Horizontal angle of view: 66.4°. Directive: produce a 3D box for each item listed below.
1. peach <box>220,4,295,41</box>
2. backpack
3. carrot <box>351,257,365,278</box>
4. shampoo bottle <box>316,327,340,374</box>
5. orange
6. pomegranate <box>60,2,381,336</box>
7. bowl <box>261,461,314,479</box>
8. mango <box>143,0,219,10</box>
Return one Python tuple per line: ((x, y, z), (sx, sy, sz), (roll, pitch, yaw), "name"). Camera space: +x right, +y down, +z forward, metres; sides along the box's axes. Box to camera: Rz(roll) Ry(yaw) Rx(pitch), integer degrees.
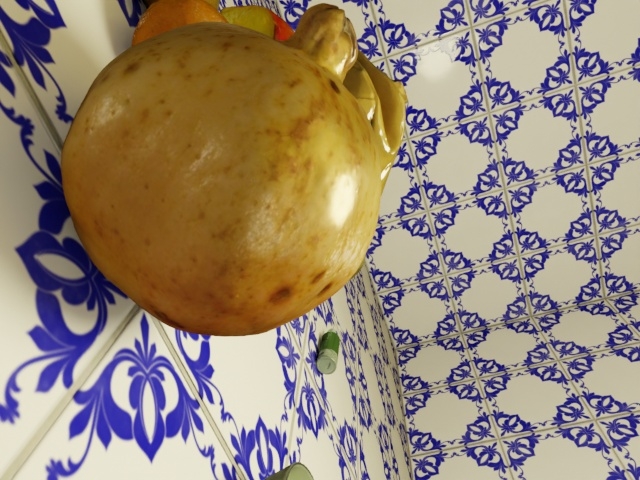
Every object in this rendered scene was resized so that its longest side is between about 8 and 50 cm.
((-0.137, -0.436, 1.322), (0.306, 0.242, 0.380), (-88, 159, -47), "peach")
((-0.022, -0.184, 0.889), (0.378, 0.201, 0.353), (46, -52, 46), "backpack")
((0.000, 0.000, 1.420), (0.340, 0.224, 0.224), (46, 29, -60), "carrot")
((0.026, 0.330, 1.494), (0.204, 0.065, 0.065), (-72, 144, -72), "shampoo bottle")
((-0.222, -0.302, 0.852), (0.224, 0.170, 0.224), (50, 28, -41), "orange")
((-0.090, -0.094, 0.592), (0.410, 0.410, 0.410), (-16, 90, -80), "pomegranate")
((-0.064, 0.441, 0.708), (0.211, 0.112, 0.211), (-15, 90, -79), "bowl")
((-0.272, -0.496, 0.976), (0.316, 0.146, 0.193), (-103, 179, -82), "mango")
